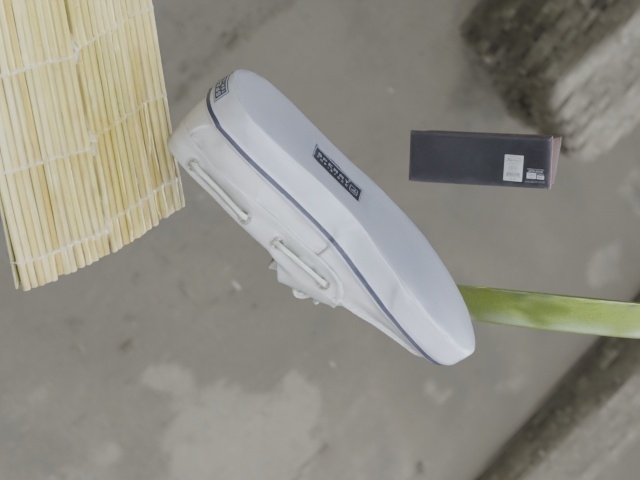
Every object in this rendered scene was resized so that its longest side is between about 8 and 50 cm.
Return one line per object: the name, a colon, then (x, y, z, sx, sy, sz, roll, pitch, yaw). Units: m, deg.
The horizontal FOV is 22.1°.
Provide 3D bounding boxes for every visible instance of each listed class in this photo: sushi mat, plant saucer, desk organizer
sushi mat: (-0.171, -0.131, 1.100, 0.151, 0.019, 0.316, -30, 125, -39)
plant saucer: (0.245, 0.073, 1.655, 0.241, 0.241, 0.037, 5, 90, -45)
desk organizer: (0.149, -0.074, 1.472, 0.050, 0.130, 0.047, -17, 110, -68)

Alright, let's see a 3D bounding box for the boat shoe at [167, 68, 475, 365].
boat shoe: (0.000, 0.000, 1.181, 0.088, 0.096, 0.267, -38, 108, 25)
